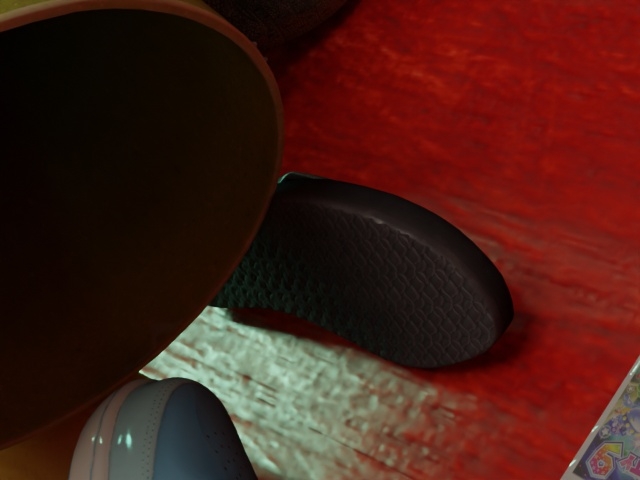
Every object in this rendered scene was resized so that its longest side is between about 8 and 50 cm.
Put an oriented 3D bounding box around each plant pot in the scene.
[{"bbox_3d":[-0.211,-0.087,0.727,0.275,0.275,0.293,-45,60,9],"label":"plant pot"}]

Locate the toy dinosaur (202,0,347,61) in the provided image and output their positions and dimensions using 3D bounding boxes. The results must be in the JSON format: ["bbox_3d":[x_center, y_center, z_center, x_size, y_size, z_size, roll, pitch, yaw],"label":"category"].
[{"bbox_3d":[-0.038,-0.180,0.939,0.313,0.160,0.121,-44,-2,-8],"label":"toy dinosaur"}]

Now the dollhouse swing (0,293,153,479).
[{"bbox_3d":[-0.272,0.195,0.922,0.315,0.305,0.347,28,79,9],"label":"dollhouse swing"}]

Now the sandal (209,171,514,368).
[{"bbox_3d":[-0.001,-0.001,0.785,0.054,0.097,0.254,-40,32,-29],"label":"sandal"}]

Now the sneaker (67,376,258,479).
[{"bbox_3d":[0.016,0.154,0.624,0.208,0.127,0.319,-37,51,21],"label":"sneaker"}]

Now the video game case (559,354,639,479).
[{"bbox_3d":[0.157,0.077,0.628,0.087,0.011,0.122,27,82,50],"label":"video game case"}]
